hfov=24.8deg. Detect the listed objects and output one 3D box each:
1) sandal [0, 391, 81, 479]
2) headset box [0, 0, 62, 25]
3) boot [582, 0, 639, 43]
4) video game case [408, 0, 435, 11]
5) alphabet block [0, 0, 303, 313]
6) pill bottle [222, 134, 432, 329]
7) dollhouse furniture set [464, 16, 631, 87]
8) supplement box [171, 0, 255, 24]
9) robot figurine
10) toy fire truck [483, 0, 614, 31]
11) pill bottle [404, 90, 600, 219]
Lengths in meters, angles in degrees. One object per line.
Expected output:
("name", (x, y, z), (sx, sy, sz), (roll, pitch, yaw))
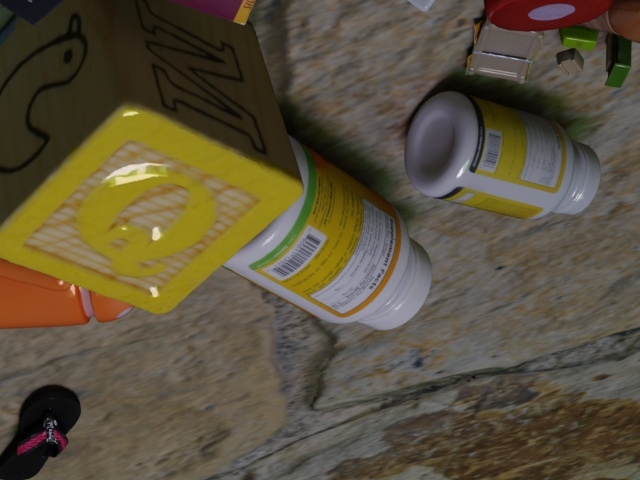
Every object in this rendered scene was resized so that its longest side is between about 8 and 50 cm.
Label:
("sandal", (-0.316, 0.231, 1.644), (0.067, 0.040, 0.179), (7, 136, -29))
("headset box", (-0.133, -0.319, 0.871), (0.283, 0.246, 0.131), (-34, 140, 21))
("boot", (0.340, -0.192, 1.279), (0.197, 0.152, 0.073), (-6, 105, -31))
("video game case", (0.050, -0.290, 1.078), (0.190, 0.022, 0.173), (36, 126, -2))
("alphabet block", (-0.156, -0.088, 1.188), (0.193, 0.197, 0.192), (23, 127, -40))
("pill bottle", (0.000, 0.000, 1.409), (0.136, 0.136, 0.245), (-36, 139, 21))
("dollhouse furniture set", (0.213, -0.188, 1.356), (0.151, 0.058, 0.076), (9, 146, -3))
("supplement box", (-0.123, -0.246, 1.070), (0.188, 0.081, 0.104), (16, 133, -18))
("robot figurine", (-0.249, 0.017, 1.320), (0.219, 0.128, 0.158), (-3, 151, -1))
("toy fire truck", (0.264, -0.263, 1.127), (0.254, 0.169, 0.302), (4, 165, -39))
("pill bottle", (0.180, -0.077, 1.414), (0.184, 0.103, 0.103), (12, 133, -33))
